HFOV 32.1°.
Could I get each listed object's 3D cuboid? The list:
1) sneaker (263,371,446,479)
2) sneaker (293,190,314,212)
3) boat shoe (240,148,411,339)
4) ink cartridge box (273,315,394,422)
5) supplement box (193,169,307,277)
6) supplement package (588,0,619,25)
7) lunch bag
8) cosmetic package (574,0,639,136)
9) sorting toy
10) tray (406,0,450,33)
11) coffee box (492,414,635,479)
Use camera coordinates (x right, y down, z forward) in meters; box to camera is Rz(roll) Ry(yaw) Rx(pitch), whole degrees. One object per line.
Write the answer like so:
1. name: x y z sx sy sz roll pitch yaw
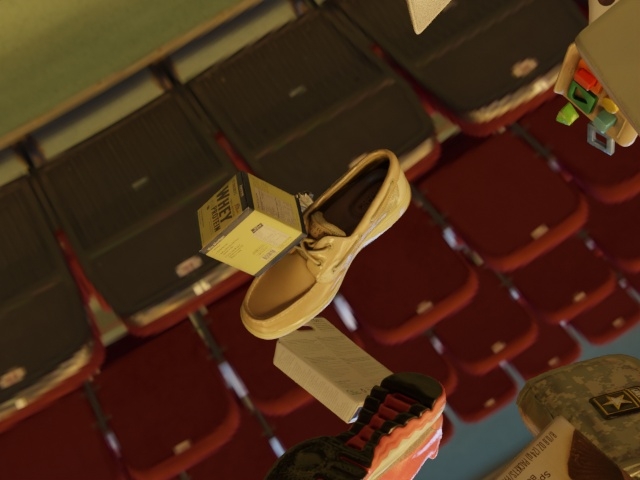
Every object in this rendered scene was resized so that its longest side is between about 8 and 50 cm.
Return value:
1. sneaker: 0.055 0.302 1.413 0.314 0.116 0.136 -32 126 -32
2. sneaker: -0.038 -0.065 2.001 0.052 0.135 0.058 -35 142 -84
3. boat shoe: 0.000 0.000 1.481 0.302 0.109 0.098 -45 152 -10
4. ink cartridge box: 0.022 0.205 1.805 0.045 0.224 0.223 -59 153 14
5. supplement box: -0.075 -0.017 1.183 0.083 0.056 0.083 26 126 -37
6. supplement package: 0.451 -0.298 1.249 0.262 0.145 0.204 0 -172 27
7. lunch bag: 0.385 0.249 1.268 0.287 0.235 0.169 20 104 -18
8. cosmetic package: 0.378 -0.024 0.645 0.230 0.161 0.453 -40 130 20
9. sorting toy: 0.544 -0.278 2.176 0.047 0.196 0.347 -43 162 -18
10. tray: 0.129 -0.418 1.440 0.145 0.030 0.270 -48 140 -28
11. coffee box: 0.215 0.288 0.751 0.168 0.297 0.119 -40 154 -18
